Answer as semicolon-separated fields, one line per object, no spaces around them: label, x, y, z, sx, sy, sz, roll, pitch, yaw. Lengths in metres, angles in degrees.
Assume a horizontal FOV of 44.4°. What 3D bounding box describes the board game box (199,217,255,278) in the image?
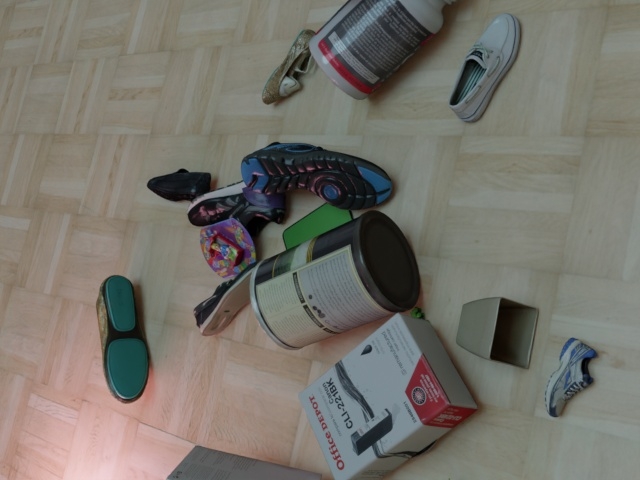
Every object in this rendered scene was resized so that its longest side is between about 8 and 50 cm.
board game box;-0.227;0.025;1.830;0.168;0.033;0.133;-15;100;39

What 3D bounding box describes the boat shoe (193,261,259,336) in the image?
boat shoe;-0.212;0.122;1.803;0.233;0.084;0.079;-45;54;23

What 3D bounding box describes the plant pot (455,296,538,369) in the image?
plant pot;0.301;0.158;1.370;0.096;0.109;0.109;2;77;52

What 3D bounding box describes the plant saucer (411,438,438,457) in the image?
plant saucer;0.167;0.322;1.472;0.168;0.029;0.168;-13;70;37

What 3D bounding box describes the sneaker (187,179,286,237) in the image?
sneaker;-0.204;-0.059;1.842;0.283;0.107;0.124;-19;71;34

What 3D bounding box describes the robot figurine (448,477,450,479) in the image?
robot figurine;0.226;0.473;1.351;0.101;0.067;0.115;3;78;52

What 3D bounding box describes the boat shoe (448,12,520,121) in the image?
boat shoe;0.318;-0.343;1.520;0.083;0.075;0.226;20;90;41

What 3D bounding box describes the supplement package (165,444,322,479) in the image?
supplement package;-0.152;0.532;1.465;0.262;0.199;0.198;11;94;6

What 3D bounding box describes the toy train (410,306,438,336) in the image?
toy train;0.198;0.164;1.503;0.024;0.017;0.083;-50;51;29

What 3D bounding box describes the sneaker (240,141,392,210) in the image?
sneaker;0.001;-0.160;1.685;0.340;0.140;0.125;13;125;22

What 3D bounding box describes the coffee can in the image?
coffee can;0.026;0.083;1.543;0.275;0.201;0.202;-24;62;31

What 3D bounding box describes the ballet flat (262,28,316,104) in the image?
ballet flat;-0.064;-0.401;1.856;0.067;0.073;0.206;40;106;25

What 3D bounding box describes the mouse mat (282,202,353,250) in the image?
mouse mat;0.000;0.000;1.720;0.189;0.007;0.153;-32;59;27

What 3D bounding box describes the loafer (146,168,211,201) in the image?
loafer;-0.361;-0.145;2.017;0.223;0.076;0.078;6;66;41

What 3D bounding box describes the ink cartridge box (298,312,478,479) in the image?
ink cartridge box;0.115;0.294;1.428;0.273;0.114;0.197;-43;55;22

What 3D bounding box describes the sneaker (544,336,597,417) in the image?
sneaker;0.413;0.230;1.287;0.058;0.052;0.135;20;90;37

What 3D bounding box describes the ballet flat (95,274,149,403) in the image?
ballet flat;-0.510;0.259;1.996;0.123;0.123;0.349;-29;61;29

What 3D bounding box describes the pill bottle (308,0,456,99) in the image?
pill bottle;0.142;-0.459;1.632;0.318;0.176;0.176;-40;55;23
